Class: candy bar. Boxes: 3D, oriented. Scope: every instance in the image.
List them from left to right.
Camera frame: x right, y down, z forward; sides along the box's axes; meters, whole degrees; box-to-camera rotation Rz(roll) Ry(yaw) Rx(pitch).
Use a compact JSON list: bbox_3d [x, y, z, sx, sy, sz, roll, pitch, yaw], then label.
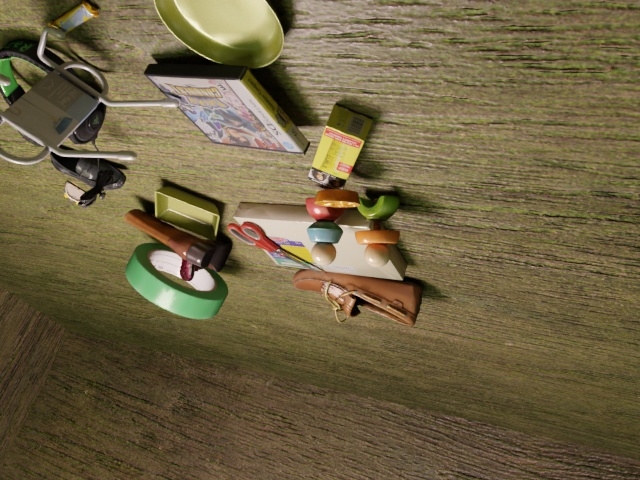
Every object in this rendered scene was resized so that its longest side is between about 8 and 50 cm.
[{"bbox_3d":[-0.486,-0.436,1.428,0.161,0.018,0.040,-5,146,45],"label":"candy bar"}]

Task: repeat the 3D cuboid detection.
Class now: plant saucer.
[{"bbox_3d":[-0.370,-0.084,2.044,0.188,0.045,0.188,21,156,-3],"label":"plant saucer"},{"bbox_3d":[-0.170,-0.392,1.253,0.241,0.037,0.241,17,155,8],"label":"plant saucer"}]

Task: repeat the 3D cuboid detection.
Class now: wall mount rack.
[{"bbox_3d":[-0.470,-0.265,1.428,0.304,0.350,0.130,33,133,-10],"label":"wall mount rack"}]

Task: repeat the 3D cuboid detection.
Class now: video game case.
[{"bbox_3d":[-0.189,-0.267,1.480,0.275,0.035,0.248,12,159,37],"label":"video game case"}]

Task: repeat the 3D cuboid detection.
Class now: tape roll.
[{"bbox_3d":[-0.448,0.123,2.278,0.321,0.077,0.321,28,-166,-8],"label":"tape roll"}]

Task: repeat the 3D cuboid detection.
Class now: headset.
[{"bbox_3d":[-0.610,-0.267,1.675,0.243,0.185,0.394,2,139,35],"label":"headset"}]

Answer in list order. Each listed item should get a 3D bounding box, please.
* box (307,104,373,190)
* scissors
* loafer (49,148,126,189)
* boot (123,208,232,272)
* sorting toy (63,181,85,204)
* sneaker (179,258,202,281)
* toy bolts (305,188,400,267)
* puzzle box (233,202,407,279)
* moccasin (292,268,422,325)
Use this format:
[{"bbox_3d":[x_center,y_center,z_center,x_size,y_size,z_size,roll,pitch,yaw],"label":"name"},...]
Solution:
[{"bbox_3d":[0.037,-0.185,1.500,0.087,0.058,0.232,22,156,-2],"label":"box"},{"bbox_3d":[-0.124,0.028,2.001,0.297,0.021,0.109,34,151,-30],"label":"scissors"},{"bbox_3d":[-0.638,-0.195,1.978,0.223,0.076,0.078,18,164,13],"label":"loafer"},{"bbox_3d":[-0.425,-0.001,2.186,0.280,0.096,0.264,27,-170,14],"label":"boot"},{"bbox_3d":[-0.762,-0.144,2.239,0.083,0.045,0.075,34,172,-28],"label":"sorting toy"},{"bbox_3d":[-0.391,0.074,2.253,0.075,0.170,0.063,30,113,-23],"label":"sneaker"},{"bbox_3d":[0.043,-0.021,1.650,0.218,0.158,0.228,6,174,-44],"label":"toy bolts"},{"bbox_3d":[0.000,0.000,1.927,0.409,0.052,0.272,6,153,30],"label":"puzzle box"},{"bbox_3d":[0.097,0.162,2.071,0.380,0.147,0.139,14,163,12],"label":"moccasin"}]
